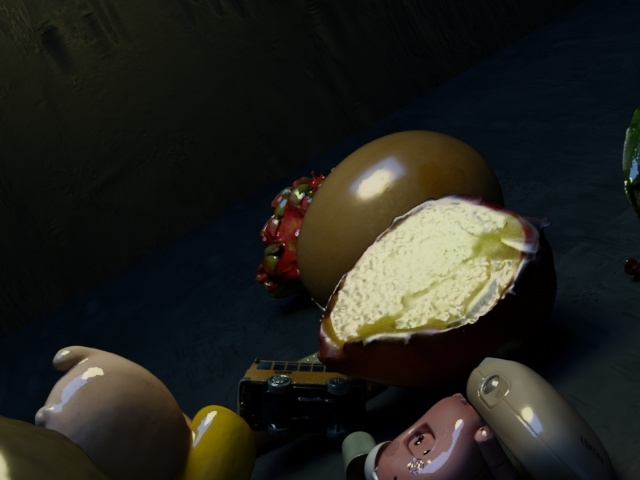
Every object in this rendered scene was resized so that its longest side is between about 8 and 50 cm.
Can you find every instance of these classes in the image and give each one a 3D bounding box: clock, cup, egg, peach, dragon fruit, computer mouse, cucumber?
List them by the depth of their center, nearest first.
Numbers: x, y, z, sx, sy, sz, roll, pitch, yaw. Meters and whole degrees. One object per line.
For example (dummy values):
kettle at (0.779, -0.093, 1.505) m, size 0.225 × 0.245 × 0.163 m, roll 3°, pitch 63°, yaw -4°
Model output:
computer mouse at (0.235, 0.201, 1.082) m, size 0.082 × 0.145 × 0.236 m, roll -44°, pitch 12°, yaw 3°
clock at (0.128, 0.261, 1.194) m, size 0.162 × 0.093 × 0.166 m, roll -32°, pitch 15°, yaw -2°
cup at (0.064, 0.281, 1.317) m, size 0.074 × 0.055 × 0.083 m, roll -29°, pitch 12°, yaw 2°
peach at (0.173, 0.104, 1.441) m, size 0.361 × 0.201 × 0.258 m, roll -35°, pitch 41°, yaw -4°
cucumber at (0.588, -0.155, 1.687) m, size 0.105 × 0.145 × 0.325 m, roll -24°, pitch 18°, yaw 43°
egg at (0.132, -0.021, 1.722) m, size 0.373 × 0.301 × 0.301 m, roll -30°, pitch 14°, yaw -5°
dragon fruit at (-0.008, -0.009, 2.092) m, size 0.302 × 0.237 × 0.231 m, roll -45°, pitch 0°, yaw 16°

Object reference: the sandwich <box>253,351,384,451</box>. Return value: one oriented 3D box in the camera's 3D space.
sandwich at (-0.031, 0.238, 1.573) m, size 0.258 × 0.096 × 0.094 m, roll -26°, pitch 9°, yaw -1°

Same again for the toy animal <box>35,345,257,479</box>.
toy animal at (-0.285, 0.311, 1.380) m, size 0.246 × 0.345 × 0.278 m, roll 8°, pitch 70°, yaw 50°

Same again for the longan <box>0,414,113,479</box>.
longan at (-0.340, 0.397, 0.993) m, size 0.404 × 0.404 × 0.436 m, roll -15°, pitch 43°, yaw 43°

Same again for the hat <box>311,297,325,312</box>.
hat at (0.080, 0.070, 1.956) m, size 0.173 × 0.166 × 0.144 m, roll 6°, pitch -43°, yaw -36°

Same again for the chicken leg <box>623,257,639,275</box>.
chicken leg at (0.476, 0.045, 1.364) m, size 0.089 × 0.048 × 0.219 m, roll -24°, pitch 15°, yaw 5°

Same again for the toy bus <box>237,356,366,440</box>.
toy bus at (-0.024, 0.225, 1.463) m, size 0.181 × 0.091 × 0.103 m, roll 2°, pitch 16°, yaw 4°
